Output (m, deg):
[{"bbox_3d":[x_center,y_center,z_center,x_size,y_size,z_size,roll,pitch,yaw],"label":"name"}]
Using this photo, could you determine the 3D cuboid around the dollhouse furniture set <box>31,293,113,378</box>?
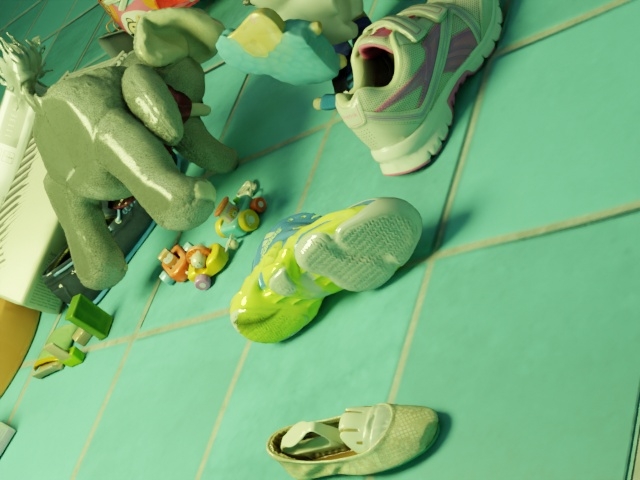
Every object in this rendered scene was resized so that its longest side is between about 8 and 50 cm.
[{"bbox_3d":[-0.343,0.124,1.478,0.152,0.058,0.076,-25,38,40],"label":"dollhouse furniture set"}]

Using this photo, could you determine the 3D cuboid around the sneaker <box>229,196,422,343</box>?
[{"bbox_3d":[0.000,0.000,1.095,0.240,0.091,0.126,-33,33,32],"label":"sneaker"}]

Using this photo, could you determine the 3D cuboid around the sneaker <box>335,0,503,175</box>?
[{"bbox_3d":[0.099,-0.195,1.149,0.103,0.111,0.252,-8,51,52],"label":"sneaker"}]

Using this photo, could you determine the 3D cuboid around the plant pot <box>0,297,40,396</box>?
[{"bbox_3d":[-0.585,0.140,1.659,0.291,0.203,0.291,-36,32,28],"label":"plant pot"}]

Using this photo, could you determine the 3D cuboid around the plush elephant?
[{"bbox_3d":[-0.218,-0.140,1.396,0.255,0.330,0.272,-29,-9,-44],"label":"plush elephant"}]

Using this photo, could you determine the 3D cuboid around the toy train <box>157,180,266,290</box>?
[{"bbox_3d":[-0.138,-0.008,1.346,0.166,0.046,0.125,-49,29,6],"label":"toy train"}]

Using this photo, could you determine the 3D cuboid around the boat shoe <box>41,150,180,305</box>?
[{"bbox_3d":[-0.283,-0.030,1.534,0.109,0.089,0.258,0,57,55],"label":"boat shoe"}]

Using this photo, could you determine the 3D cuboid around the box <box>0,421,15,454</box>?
[{"bbox_3d":[-0.510,0.365,1.441,0.067,0.063,0.324,4,61,58],"label":"box"}]

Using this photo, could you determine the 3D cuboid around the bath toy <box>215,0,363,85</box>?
[{"bbox_3d":[-0.018,-0.343,1.333,0.129,0.151,0.348,-6,51,29],"label":"bath toy"}]

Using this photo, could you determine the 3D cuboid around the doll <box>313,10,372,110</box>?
[{"bbox_3d":[0.039,-0.197,1.305,0.129,0.046,0.189,-37,34,18],"label":"doll"}]

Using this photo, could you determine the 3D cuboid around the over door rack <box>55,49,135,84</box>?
[{"bbox_3d":[-0.451,-0.194,1.912,0.324,0.108,0.239,-44,22,-31],"label":"over door rack"}]

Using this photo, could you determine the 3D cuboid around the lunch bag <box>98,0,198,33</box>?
[{"bbox_3d":[-0.236,-0.461,1.859,0.293,0.120,0.258,-35,37,-8],"label":"lunch bag"}]

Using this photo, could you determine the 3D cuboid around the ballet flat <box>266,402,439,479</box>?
[{"bbox_3d":[0.020,0.164,0.920,0.168,0.052,0.057,-25,38,39],"label":"ballet flat"}]

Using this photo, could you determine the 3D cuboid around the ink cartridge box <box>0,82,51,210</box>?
[{"bbox_3d":[-0.445,-0.100,1.687,0.239,0.060,0.275,-72,2,-80],"label":"ink cartridge box"}]

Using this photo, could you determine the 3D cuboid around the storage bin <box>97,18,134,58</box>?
[{"bbox_3d":[-0.316,-0.362,1.962,0.091,0.098,0.135,-52,27,-22],"label":"storage bin"}]

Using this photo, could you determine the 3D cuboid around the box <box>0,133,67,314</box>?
[{"bbox_3d":[-0.378,-0.042,1.580,0.094,0.113,0.275,19,83,17],"label":"box"}]
